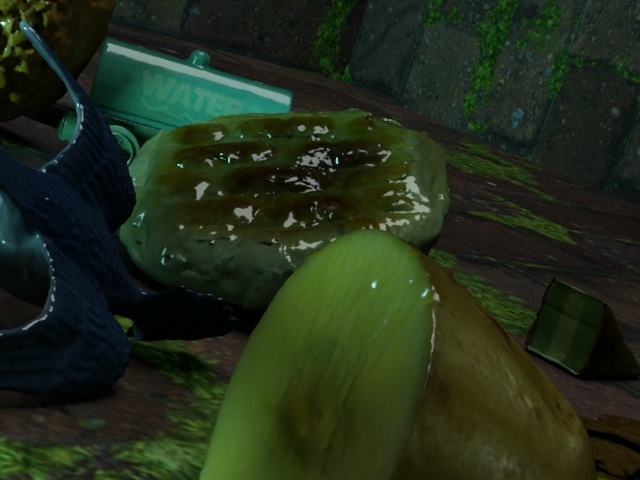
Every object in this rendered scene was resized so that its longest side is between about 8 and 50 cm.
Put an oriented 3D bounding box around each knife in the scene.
[{"bbox_3d":[-0.363,-0.165,1.542,0.231,0.028,0.060,17,-1,9],"label":"knife"}]

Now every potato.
[{"bbox_3d":[0.048,0.105,0.560,0.158,0.178,0.203,30,-12,-23],"label":"potato"}]

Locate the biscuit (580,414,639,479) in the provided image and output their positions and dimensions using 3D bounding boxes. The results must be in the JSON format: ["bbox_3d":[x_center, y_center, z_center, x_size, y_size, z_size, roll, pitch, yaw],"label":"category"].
[{"bbox_3d":[0.229,0.167,0.827,0.209,0.041,0.290,19,12,0],"label":"biscuit"}]

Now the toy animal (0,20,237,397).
[{"bbox_3d":[-0.154,-0.004,0.761,0.176,0.239,0.255,-8,-34,3],"label":"toy animal"}]

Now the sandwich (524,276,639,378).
[{"bbox_3d":[0.261,0.083,1.187,0.116,0.074,0.074,6,17,-45],"label":"sandwich"}]

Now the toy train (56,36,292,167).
[{"bbox_3d":[-0.146,-0.124,1.339,0.248,0.159,0.101,14,7,-12],"label":"toy train"}]

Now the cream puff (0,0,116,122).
[{"bbox_3d":[-0.374,-0.280,1.292,0.343,0.327,0.231,42,27,21],"label":"cream puff"}]

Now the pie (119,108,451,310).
[{"bbox_3d":[-0.028,-0.040,1.054,0.307,0.071,0.306,-5,35,4],"label":"pie"}]
